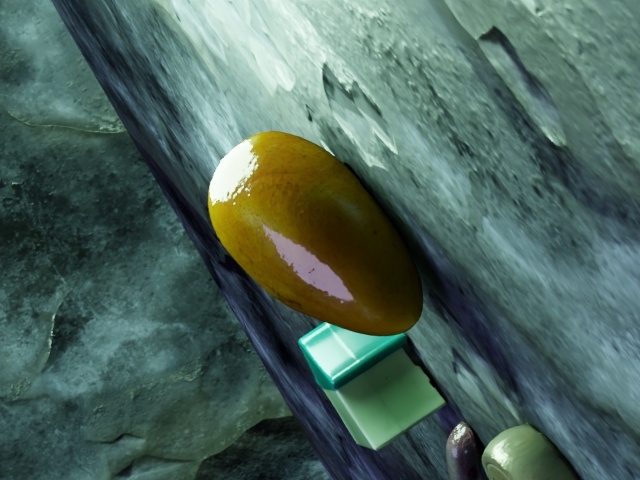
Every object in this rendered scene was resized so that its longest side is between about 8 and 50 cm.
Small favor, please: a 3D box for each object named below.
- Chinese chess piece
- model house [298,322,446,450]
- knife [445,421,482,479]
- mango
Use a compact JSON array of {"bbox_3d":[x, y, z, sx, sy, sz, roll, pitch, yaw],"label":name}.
[{"bbox_3d":[0.196,0.225,1.391,0.122,0.051,0.122,55,170,15],"label":"Chinese chess piece"},{"bbox_3d":[0.053,0.147,1.726,0.149,0.100,0.127,56,170,-2],"label":"model house"},{"bbox_3d":[0.188,0.310,1.722,0.123,0.053,0.278,38,161,48],"label":"knife"},{"bbox_3d":[0.000,0.000,1.446,0.252,0.126,0.154,43,145,26],"label":"mango"}]
